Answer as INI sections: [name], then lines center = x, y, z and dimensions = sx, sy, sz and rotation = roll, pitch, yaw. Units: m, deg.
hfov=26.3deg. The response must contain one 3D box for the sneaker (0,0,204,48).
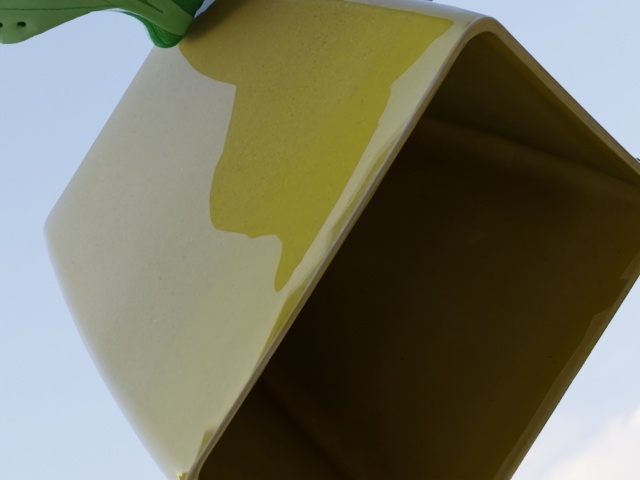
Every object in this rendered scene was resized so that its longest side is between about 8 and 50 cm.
[sneaker]
center = -0.164, -0.122, 0.529
dimensions = 0.295, 0.109, 0.123
rotation = 3, -55, -28

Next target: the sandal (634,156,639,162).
[sandal]
center = 0.361, -0.036, 1.853
dimensions = 0.240, 0.079, 0.088
rotation = -51, -50, -38

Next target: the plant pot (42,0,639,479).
[plant pot]
center = 0.000, 0.000, 0.633
dimensions = 0.212, 0.187, 0.212
rotation = 30, -88, -51
